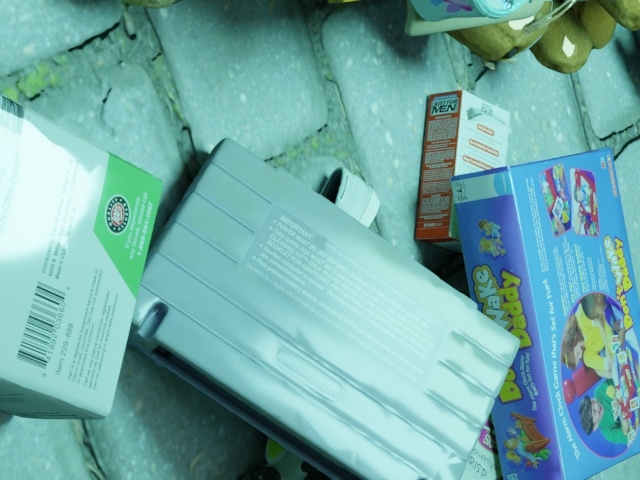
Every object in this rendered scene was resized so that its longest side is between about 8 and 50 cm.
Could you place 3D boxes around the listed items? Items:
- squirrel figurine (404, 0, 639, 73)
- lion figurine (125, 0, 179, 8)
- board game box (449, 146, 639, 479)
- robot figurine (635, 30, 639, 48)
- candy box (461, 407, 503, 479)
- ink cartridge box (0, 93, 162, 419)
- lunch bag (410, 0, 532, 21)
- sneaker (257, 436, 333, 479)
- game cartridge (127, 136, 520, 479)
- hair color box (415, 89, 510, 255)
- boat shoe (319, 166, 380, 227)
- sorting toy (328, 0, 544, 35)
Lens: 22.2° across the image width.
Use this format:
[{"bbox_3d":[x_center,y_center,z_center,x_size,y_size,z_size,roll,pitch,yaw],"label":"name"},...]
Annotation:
[{"bbox_3d":[0.210,-0.372,1.793,0.370,0.281,0.397,-25,91,-36],"label":"squirrel figurine"},{"bbox_3d":[-0.062,-0.340,1.533,0.392,0.142,0.240,-11,103,-52],"label":"lion figurine"},{"bbox_3d":[0.266,0.081,1.810,0.233,0.078,0.347,-11,91,-51],"label":"board game box"},{"bbox_3d":[0.503,-0.302,2.127,0.278,0.209,0.173,62,9,-24],"label":"robot figurine"},{"bbox_3d":[0.157,0.261,1.770,0.159,0.071,0.233,45,55,-36],"label":"candy box"},{"bbox_3d":[-0.281,-0.001,1.265,0.289,0.121,0.211,30,65,-43],"label":"ink cartridge box"},{"bbox_3d":[0.143,-0.337,1.447,0.224,0.107,0.279,-38,119,-40],"label":"lunch bag"},{"bbox_3d":[0.008,0.186,1.614,0.118,0.107,0.279,50,53,-56],"label":"sneaker"},{"bbox_3d":[0.002,0.086,1.520,0.355,0.068,0.230,35,54,-9],"label":"game cartridge"},{"bbox_3d":[0.159,-0.073,1.816,0.093,0.053,0.167,19,74,-46],"label":"hair color box"},{"bbox_3d":[0.000,0.000,1.628,0.063,0.066,0.184,45,57,-19],"label":"boat shoe"},{"bbox_3d":[0.100,-0.308,1.514,0.307,0.041,0.229,-15,103,-46],"label":"sorting toy"}]
